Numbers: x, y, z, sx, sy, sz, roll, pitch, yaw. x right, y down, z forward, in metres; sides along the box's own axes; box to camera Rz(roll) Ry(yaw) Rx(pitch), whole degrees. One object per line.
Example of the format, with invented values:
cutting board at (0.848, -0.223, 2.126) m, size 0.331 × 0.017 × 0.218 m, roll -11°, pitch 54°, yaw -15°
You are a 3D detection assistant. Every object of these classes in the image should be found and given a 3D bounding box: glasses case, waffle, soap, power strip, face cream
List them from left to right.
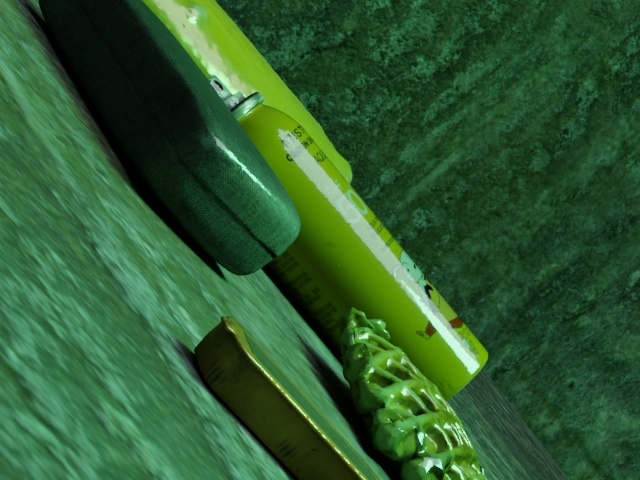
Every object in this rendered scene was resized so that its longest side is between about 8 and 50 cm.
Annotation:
glasses case at (-0.119, -0.100, 1.299) m, size 0.131 × 0.074 × 0.323 m, roll 49°, pitch 4°, yaw -41°
soap at (-0.148, -0.201, 1.672) m, size 0.427 × 0.115 × 0.306 m, roll 49°, pitch 8°, yaw -15°
power strip at (-0.005, 0.109, 0.918) m, size 0.178 × 0.028 × 0.049 m, roll 49°, pitch 4°, yaw -24°
face cream at (0.000, 0.000, 1.519) m, size 0.348 × 0.105 × 0.105 m, roll 50°, pitch 3°, yaw -3°
waffle at (0.081, 0.153, 1.336) m, size 0.214 × 0.054 × 0.208 m, roll 51°, pitch 6°, yaw -30°
